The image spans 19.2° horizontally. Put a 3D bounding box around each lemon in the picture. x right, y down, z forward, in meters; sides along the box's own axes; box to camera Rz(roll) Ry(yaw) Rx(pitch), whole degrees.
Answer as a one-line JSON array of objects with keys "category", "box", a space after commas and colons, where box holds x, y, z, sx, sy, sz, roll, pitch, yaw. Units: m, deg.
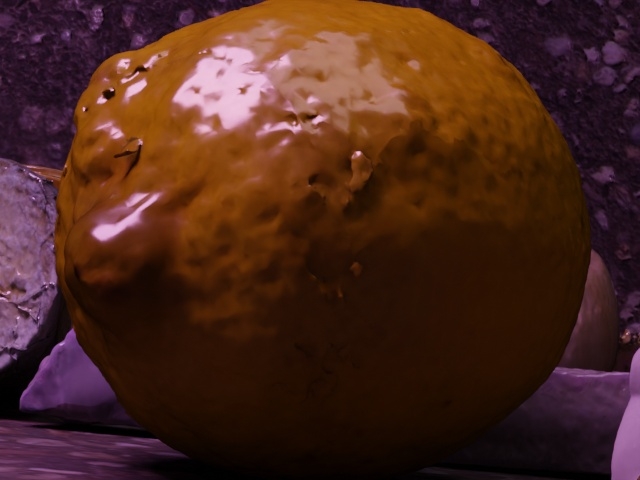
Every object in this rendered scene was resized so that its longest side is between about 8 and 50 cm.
[{"category": "lemon", "box": [0.000, 0.000, 0.949, 0.245, 0.245, 0.320, 5, 4, 41]}]

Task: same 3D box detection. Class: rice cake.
[{"category": "rice cake", "box": [0.026, 0.093, 1.125, 0.399, 0.070, 0.064, 7, -5, -5]}]

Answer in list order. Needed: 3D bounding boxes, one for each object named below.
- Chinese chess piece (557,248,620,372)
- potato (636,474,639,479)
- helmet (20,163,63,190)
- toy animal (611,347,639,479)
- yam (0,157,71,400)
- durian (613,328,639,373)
[{"category": "Chinese chess piece", "box": [0.075, 0.059, 1.291, 0.257, 0.104, 0.257, -1, 11, 0]}, {"category": "potato", "box": [0.158, 0.073, 0.479, 0.182, 0.117, 0.202, 3, 1, -35]}, {"category": "helmet", "box": [-0.265, 0.039, 1.682, 0.257, 0.140, 0.205, 15, 34, 15]}, {"category": "toy animal", "box": [0.207, 0.106, 0.723, 0.182, 0.131, 0.127, -4, 25, 36]}, {"category": "yam", "box": [-0.203, 0.032, 1.223, 0.154, 0.154, 0.254, 6, -6, 6]}, {"category": "durian", "box": [0.248, 0.124, 1.467, 0.224, 0.078, 0.140, 18, -19, -29]}]
